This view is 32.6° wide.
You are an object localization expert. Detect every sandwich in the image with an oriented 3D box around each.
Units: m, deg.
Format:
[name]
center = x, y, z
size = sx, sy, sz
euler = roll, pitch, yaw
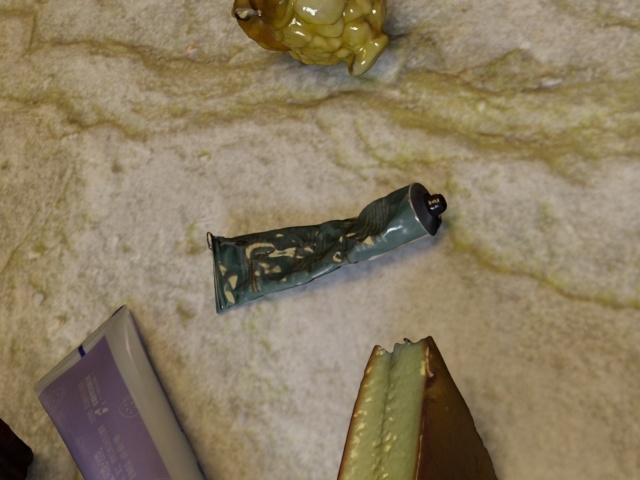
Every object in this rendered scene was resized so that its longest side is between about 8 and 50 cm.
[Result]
[sandwich]
center = 0.060, 0.199, 0.767
size = 0.094, 0.096, 0.258
euler = -11, 52, 37

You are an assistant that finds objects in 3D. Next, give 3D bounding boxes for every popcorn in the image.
[popcorn]
center = -0.004, -0.252, 1.126
size = 0.194, 0.163, 0.140
euler = -153, 79, -79

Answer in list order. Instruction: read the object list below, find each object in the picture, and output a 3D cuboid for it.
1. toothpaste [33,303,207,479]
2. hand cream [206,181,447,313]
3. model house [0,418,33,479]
[toothpaste]
center = -0.167, 0.179, 0.959
size = 0.125, 0.080, 0.371
euler = -44, 38, -2
[hand cream]
center = 0.000, -0.001, 0.996
size = 0.248, 0.052, 0.075
euler = -15, 48, 25
[model house]
center = -0.400, 0.226, 0.915
size = 0.339, 0.360, 0.297
euler = -31, 55, -9
